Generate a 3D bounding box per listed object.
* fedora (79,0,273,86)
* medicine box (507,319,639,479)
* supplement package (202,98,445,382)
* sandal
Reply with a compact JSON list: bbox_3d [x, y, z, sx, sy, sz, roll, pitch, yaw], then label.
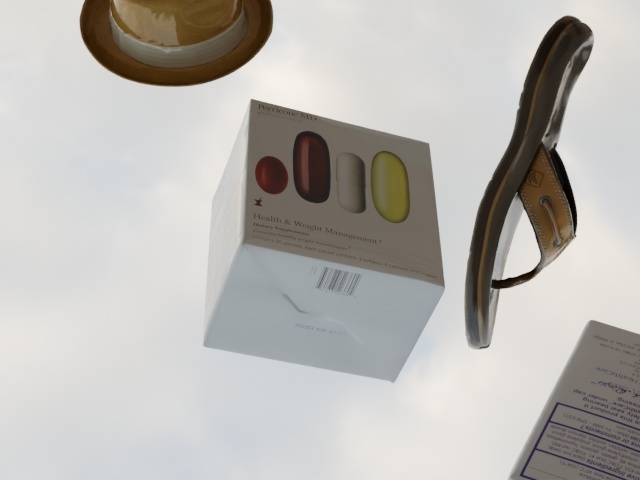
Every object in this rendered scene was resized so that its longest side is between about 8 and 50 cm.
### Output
[{"bbox_3d":[-0.143,-0.238,1.277,0.194,0.079,0.194,1,-123,-1],"label":"fedora"},{"bbox_3d":[0.302,0.282,1.411,0.149,0.263,0.289,18,-142,21],"label":"medicine box"},{"bbox_3d":[0.000,0.000,1.249,0.194,0.149,0.203,12,-137,-13],"label":"supplement package"},{"bbox_3d":[0.140,-0.031,0.818,0.060,0.219,0.090,20,-178,14],"label":"sandal"}]
